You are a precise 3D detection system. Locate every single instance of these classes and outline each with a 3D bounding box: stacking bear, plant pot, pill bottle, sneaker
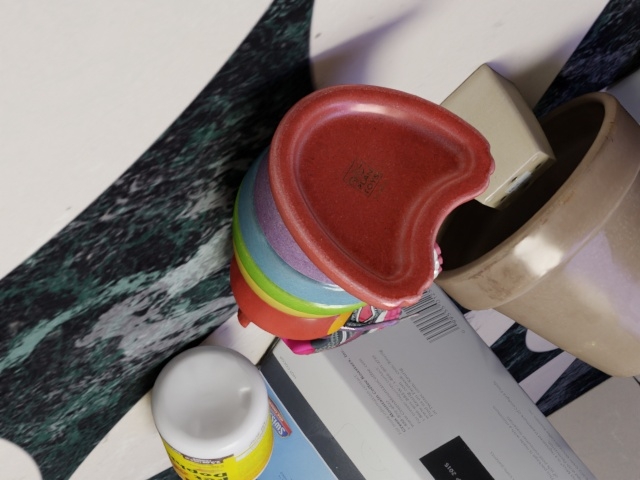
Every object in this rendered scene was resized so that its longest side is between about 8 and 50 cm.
[{"bbox_3d":[0.000,0.000,1.235,0.175,0.164,0.289,-58,-178,-26],"label":"stacking bear"},{"bbox_3d":[0.277,0.016,1.513,0.263,0.229,0.263,-44,-168,12],"label":"plant pot"},{"bbox_3d":[0.164,-0.090,1.418,0.109,0.096,0.109,-43,162,14],"label":"plant pot"},{"bbox_3d":[-0.109,0.195,1.538,0.117,0.117,0.215,-34,161,-13],"label":"pill bottle"},{"bbox_3d":[0.033,0.034,1.427,0.112,0.121,0.299,-29,160,-22],"label":"sneaker"}]

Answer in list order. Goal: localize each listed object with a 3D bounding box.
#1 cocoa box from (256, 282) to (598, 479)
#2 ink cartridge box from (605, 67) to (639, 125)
[{"bbox_3d":[0.097,0.250,1.690,0.231,0.347,0.228,-21,155,-43],"label":"cocoa box"},{"bbox_3d":[0.549,-0.211,1.616,0.279,0.160,0.384,-23,172,-39],"label":"ink cartridge box"}]
